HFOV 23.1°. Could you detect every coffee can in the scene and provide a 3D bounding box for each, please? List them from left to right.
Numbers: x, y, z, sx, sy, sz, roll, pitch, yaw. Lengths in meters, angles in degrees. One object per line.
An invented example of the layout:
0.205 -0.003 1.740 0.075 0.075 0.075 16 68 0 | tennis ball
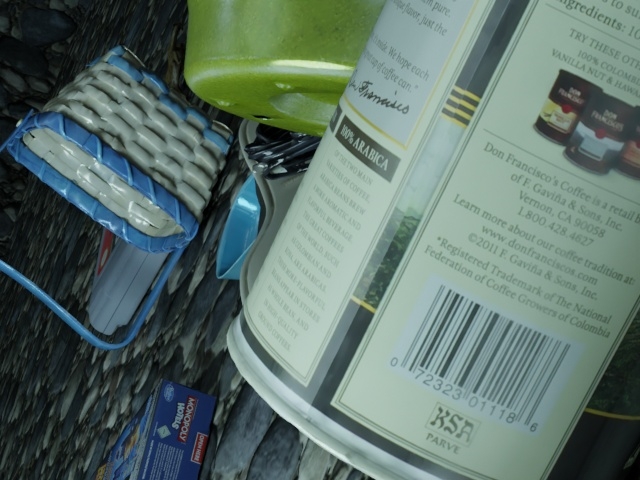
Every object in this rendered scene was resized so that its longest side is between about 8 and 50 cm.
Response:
0.102 -0.035 0.712 0.275 0.201 0.201 -64 17 14 | coffee can

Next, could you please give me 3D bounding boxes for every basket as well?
-0.251 -0.052 1.791 0.289 0.255 0.201 -56 15 -26 | basket

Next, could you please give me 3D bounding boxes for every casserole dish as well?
-0.046 -0.031 1.472 0.188 0.037 0.114 -48 26 51 | casserole dish

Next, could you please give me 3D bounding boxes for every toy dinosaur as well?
-0.203 -0.267 2.241 0.183 0.053 0.093 -94 29 -55 | toy dinosaur

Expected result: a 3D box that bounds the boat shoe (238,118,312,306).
0.000 0.000 1.227 0.112 0.095 0.335 -24 35 11 | boat shoe

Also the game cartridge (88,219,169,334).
-0.232 -0.040 2.050 0.196 0.060 0.294 -52 22 33 | game cartridge

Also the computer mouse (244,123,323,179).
0.030 -0.143 1.259 0.188 0.072 0.272 -25 32 11 | computer mouse

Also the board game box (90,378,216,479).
-0.178 0.254 1.485 0.194 0.060 0.194 -44 29 57 | board game box

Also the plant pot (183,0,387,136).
0.059 -0.241 0.941 0.366 0.366 0.353 175 104 -72 | plant pot
